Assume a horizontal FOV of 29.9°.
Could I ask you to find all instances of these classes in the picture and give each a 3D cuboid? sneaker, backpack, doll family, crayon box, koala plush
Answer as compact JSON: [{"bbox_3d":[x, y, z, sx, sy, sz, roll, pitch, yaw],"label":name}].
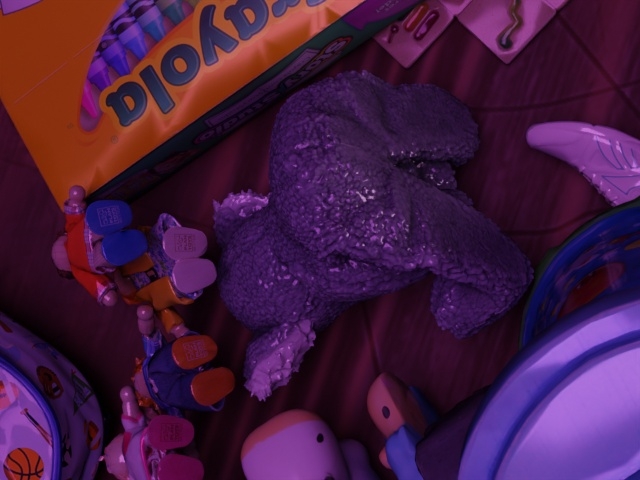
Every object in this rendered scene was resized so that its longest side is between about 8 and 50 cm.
[{"bbox_3d":[0.224,-0.051,0.899,0.152,0.053,0.061,18,95,14],"label":"sneaker"},{"bbox_3d":[-0.316,0.162,0.951,0.263,0.213,0.277,24,102,3],"label":"backpack"},{"bbox_3d":[-0.124,0.078,0.932,0.118,0.163,0.263,-13,87,-27],"label":"doll family"},{"bbox_3d":[-0.122,-0.247,0.967,0.363,0.106,0.313,-33,79,15],"label":"crayon box"},{"bbox_3d":[0.000,0.000,0.899,0.221,0.203,0.196,-38,55,37],"label":"koala plush"}]

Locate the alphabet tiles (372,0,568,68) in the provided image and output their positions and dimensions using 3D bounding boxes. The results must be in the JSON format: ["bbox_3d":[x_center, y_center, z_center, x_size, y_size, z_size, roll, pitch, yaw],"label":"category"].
[{"bbox_3d":[0.128,-0.319,0.958,0.285,0.011,0.342,45,100,13],"label":"alphabet tiles"}]

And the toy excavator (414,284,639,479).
[{"bbox_3d":[0.214,0.229,0.454,0.222,0.445,0.433,-36,90,14],"label":"toy excavator"}]

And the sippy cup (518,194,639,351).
[{"bbox_3d":[0.237,0.091,0.777,0.240,0.224,0.306,-32,88,16],"label":"sippy cup"}]

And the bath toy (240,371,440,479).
[{"bbox_3d":[-0.057,0.238,0.907,0.348,0.129,0.151,-35,106,14],"label":"bath toy"}]
